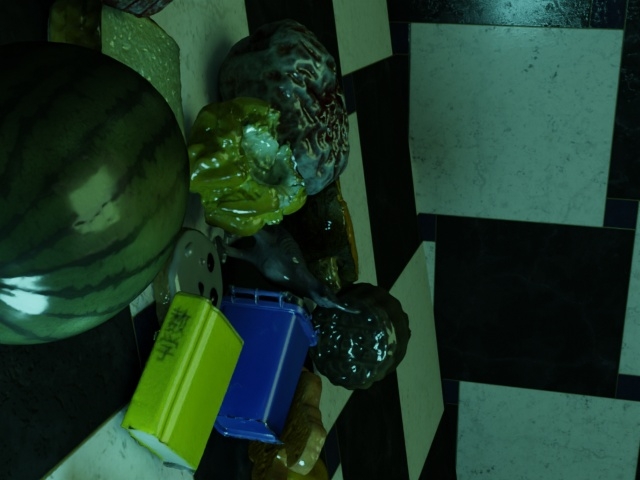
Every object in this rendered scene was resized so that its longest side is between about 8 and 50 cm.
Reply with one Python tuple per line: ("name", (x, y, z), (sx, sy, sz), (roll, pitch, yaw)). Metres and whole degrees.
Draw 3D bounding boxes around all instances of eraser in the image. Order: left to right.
("eraser", (-0.195, 0.201, 1.448), (0.158, 0.069, 0.226), (60, 43, -53))

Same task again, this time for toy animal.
("toy animal", (-0.098, 0.013, 1.762), (0.206, 0.367, 0.081), (8, 120, -40))

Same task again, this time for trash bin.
("trash bin", (-0.107, 0.204, 1.679), (0.184, 0.163, 0.234), (67, 33, -59))

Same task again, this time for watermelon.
("watermelon", (-0.268, -0.054, 0.983), (0.359, 0.279, 0.278), (-61, 144, -62))

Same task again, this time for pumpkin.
("pumpkin", (0.000, 0.000, 2.021), (0.317, 0.139, 0.221), (78, 8, -65))

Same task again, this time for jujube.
("jujube", (-0.060, -0.233, 1.816), (0.226, 0.226, 0.317), (-69, 146, -54))

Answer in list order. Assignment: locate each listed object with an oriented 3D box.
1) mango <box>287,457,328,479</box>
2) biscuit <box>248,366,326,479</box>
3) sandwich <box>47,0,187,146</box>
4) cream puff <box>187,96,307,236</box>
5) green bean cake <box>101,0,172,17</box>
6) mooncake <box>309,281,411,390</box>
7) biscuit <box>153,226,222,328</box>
("mango", (-0.040, 0.484, 1.917), (0.317, 0.119, 0.176), (45, 40, -78))
("biscuit", (-0.058, 0.329, 1.755), (0.047, 0.202, 0.334), (31, 18, -18))
("sandwich", (-0.267, -0.202, 1.339), (0.251, 0.087, 0.226), (15, 71, -74))
("cream puff", (-0.144, -0.113, 1.608), (0.220, 0.195, 0.195), (66, 20, -7))
("green bean cake", (-0.255, -0.398, 1.270), (0.232, 0.097, 0.198), (60, 18, 9))
("mooncake", (0.074, 0.206, 2.162), (0.124, 0.228, 0.228), (-11, 97, -67))
("biscuit", (-0.199, 0.069, 1.578), (0.208, 0.049, 0.180), (-55, 139, -62))
